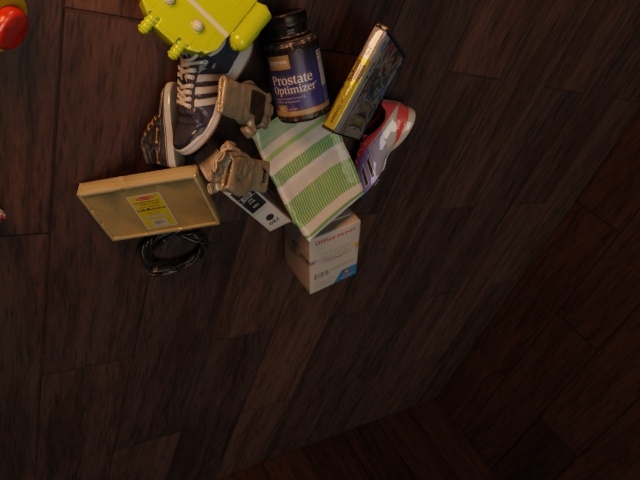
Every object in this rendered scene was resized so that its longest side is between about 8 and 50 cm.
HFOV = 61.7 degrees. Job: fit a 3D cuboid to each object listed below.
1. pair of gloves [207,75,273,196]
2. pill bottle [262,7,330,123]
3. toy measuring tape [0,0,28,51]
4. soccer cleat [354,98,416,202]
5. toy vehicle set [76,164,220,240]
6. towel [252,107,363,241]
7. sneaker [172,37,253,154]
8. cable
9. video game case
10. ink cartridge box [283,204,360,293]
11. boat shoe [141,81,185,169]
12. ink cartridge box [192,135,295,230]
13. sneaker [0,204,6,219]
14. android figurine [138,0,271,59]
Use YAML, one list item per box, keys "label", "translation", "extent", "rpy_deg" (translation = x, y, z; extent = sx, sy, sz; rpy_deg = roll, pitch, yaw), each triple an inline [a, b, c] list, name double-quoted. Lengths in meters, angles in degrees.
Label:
- label: "pair of gloves"
  translation: [-0.165, -0.214, 1.123]
  extent: [0.204, 0.042, 0.240]
  rpy_deg: [-20, 118, -64]
- label: "pill bottle"
  translation: [-0.056, -0.376, 1.156]
  extent: [0.122, 0.123, 0.219]
  rpy_deg: [-24, 120, -19]
- label: "toy measuring tape"
  translation: [-0.487, -0.406, 0.838]
  extent: [0.330, 0.121, 0.121]
  rpy_deg: [-58, 142, -3]
- label: "soccer cleat"
  translation: [0.142, -0.251, 1.516]
  extent: [0.116, 0.109, 0.318]
  rpy_deg: [18, 120, -25]
- label: "toy vehicle set"
  translation: [-0.378, -0.080, 1.204]
  extent: [0.266, 0.035, 0.166]
  rpy_deg: [-8, 142, 5]
- label: "towel"
  translation: [-0.018, -0.190, 1.345]
  extent: [0.248, 0.038, 0.325]
  rpy_deg: [-42, 126, -27]
- label: "sneaker"
  translation: [-0.256, -0.321, 1.065]
  extent: [0.153, 0.099, 0.282]
  rpy_deg: [29, 88, -52]
- label: "cable"
  translation: [-0.377, 0.019, 1.403]
  extent: [0.184, 0.047, 0.151]
  rpy_deg: [-15, 132, -24]
- label: "video game case"
  translation: [0.112, -0.362, 1.281]
  extent: [0.248, 0.035, 0.275]
  rpy_deg: [-61, 168, 14]
- label: "ink cartridge box"
  translation: [0.000, 0.000, 1.585]
  extent: [0.171, 0.168, 0.233]
  rpy_deg: [-22, 140, -22]
- label: "boat shoe"
  translation: [-0.340, -0.244, 1.141]
  extent: [0.065, 0.083, 0.184]
  rpy_deg: [-45, 140, -68]
- label: "ink cartridge box"
  translation: [-0.184, -0.130, 1.301]
  extent: [0.065, 0.165, 0.332]
  rpy_deg: [-41, 142, 6]
- label: "sneaker"
  translation: [-0.705, -0.093, 0.962]
  extent: [0.120, 0.112, 0.299]
  rpy_deg: [-19, 159, 15]
- label: "android figurine"
  translation: [-0.210, -0.448, 0.953]
  extent: [0.248, 0.056, 0.273]
  rpy_deg: [42, 78, -26]
